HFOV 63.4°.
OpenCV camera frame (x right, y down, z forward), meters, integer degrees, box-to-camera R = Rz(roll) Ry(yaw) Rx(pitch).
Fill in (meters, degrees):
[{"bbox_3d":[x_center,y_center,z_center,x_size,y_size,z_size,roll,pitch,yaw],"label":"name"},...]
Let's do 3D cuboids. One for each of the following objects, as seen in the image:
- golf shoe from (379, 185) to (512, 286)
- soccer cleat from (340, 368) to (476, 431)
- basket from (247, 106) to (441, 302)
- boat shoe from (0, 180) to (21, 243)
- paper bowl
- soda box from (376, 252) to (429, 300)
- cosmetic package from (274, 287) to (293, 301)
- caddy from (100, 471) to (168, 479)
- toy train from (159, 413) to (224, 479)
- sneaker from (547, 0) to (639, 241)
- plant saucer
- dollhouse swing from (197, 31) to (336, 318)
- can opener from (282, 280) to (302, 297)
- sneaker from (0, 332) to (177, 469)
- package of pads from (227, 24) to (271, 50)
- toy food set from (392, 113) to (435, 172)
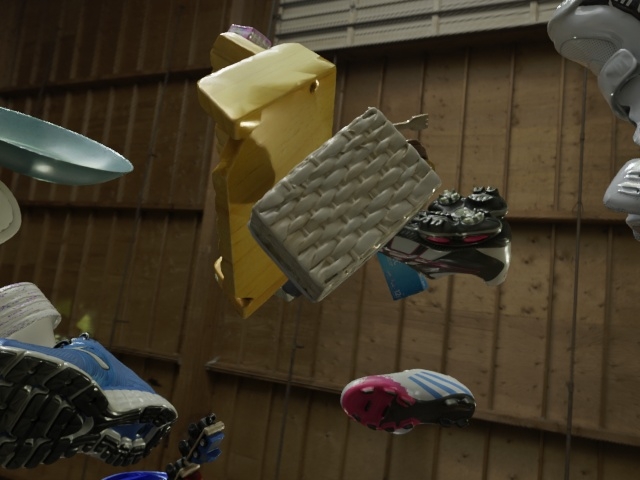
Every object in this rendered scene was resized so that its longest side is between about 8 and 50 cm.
[{"bbox_3d":[0.110,-0.002,0.676,0.272,0.120,0.105,9,-137,40],"label":"golf shoe"},{"bbox_3d":[0.185,0.347,1.159,0.143,0.331,0.116,-129,-127,-66],"label":"soccer cleat"},{"bbox_3d":[0.022,-0.032,0.508,0.167,0.103,0.113,-41,-92,-8],"label":"basket"},{"bbox_3d":[-0.403,-0.008,0.394,0.096,0.324,0.117,-29,-95,25],"label":"boat shoe"},{"bbox_3d":[-0.640,0.223,1.002,0.284,0.284,0.148,-39,-89,12],"label":"paper bowl"},{"bbox_3d":[0.160,0.018,1.114,0.071,0.067,0.210,-22,-98,20],"label":"soda box"},{"bbox_3d":[-0.108,0.118,1.413,0.115,0.041,0.060,19,-138,39],"label":"cosmetic package"},{"bbox_3d":[-0.204,0.407,0.669,0.241,0.341,0.179,17,-97,-8],"label":"caddy"},{"bbox_3d":[-0.133,0.232,0.498,0.036,0.027,0.158,38,-71,27],"label":"toy train"},{"bbox_3d":[0.344,-0.127,0.539,0.210,0.137,0.366,-55,-136,13],"label":"sneaker"},{"bbox_3d":[-0.305,-0.098,0.559,0.194,0.195,0.038,29,-80,27],"label":"plant saucer"},{"bbox_3d":[-0.155,-0.136,0.855,0.304,0.347,0.315,26,-135,23],"label":"dollhouse swing"},{"bbox_3d":[0.000,0.000,1.203,0.095,0.076,0.283,41,-93,17],"label":"can opener"},{"bbox_3d":[-0.324,0.188,0.640,0.147,0.330,0.130,33,-103,31],"label":"sneaker"},{"bbox_3d":[-0.134,-0.374,0.965,0.083,0.050,0.032,31,-88,46],"label":"package of pads"},{"bbox_3d":[0.147,-0.124,0.943,0.132,0.192,0.039,-14,-140,-6],"label":"toy food set"}]
